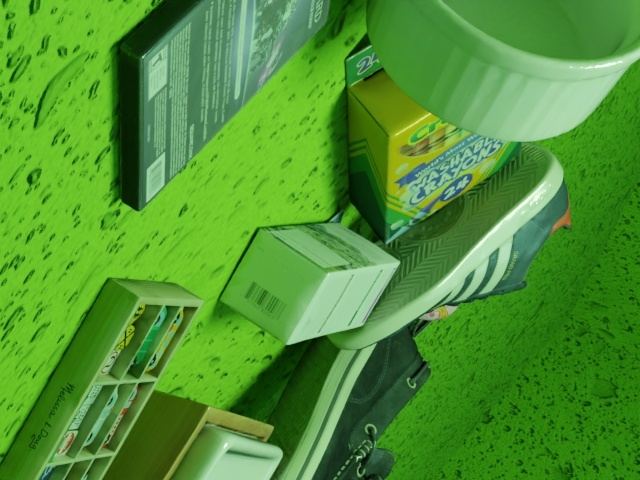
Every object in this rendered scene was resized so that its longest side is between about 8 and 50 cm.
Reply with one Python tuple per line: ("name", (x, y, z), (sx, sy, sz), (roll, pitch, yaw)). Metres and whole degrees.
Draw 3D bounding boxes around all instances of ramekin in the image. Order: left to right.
("ramekin", (0.176, -0.225, 1.530), (0.277, 0.277, 0.135), (-45, 168, -39))

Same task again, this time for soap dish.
("soap dish", (-0.162, 0.271, 1.724), (0.229, 0.118, 0.291), (-57, 165, -3))

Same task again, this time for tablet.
("tablet", (0.000, 0.000, 1.908), (0.083, 0.006, 0.054), (-44, 160, -43))

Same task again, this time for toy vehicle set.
("toy vehicle set", (-0.214, 0.158, 1.494), (0.267, 0.035, 0.166), (-60, 165, 6))

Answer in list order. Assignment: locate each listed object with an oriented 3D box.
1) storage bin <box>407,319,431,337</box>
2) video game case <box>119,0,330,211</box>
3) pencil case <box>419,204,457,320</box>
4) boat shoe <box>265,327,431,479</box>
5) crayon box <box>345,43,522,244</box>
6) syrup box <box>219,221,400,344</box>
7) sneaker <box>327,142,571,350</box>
("storage bin", (0.150, 0.032, 2.292), (0.122, 0.084, 0.180), (-38, 156, -52))
("video game case", (-0.070, -0.170, 1.321), (0.274, 0.026, 0.196), (-50, 163, -31))
("pencil case", (0.161, -0.034, 2.097), (0.124, 0.124, 0.284), (-38, 150, -51))
("boat shoe", (0.004, 0.270, 1.989), (0.187, 0.156, 0.500), (-32, -162, 44))
("crayon box", (0.132, -0.140, 1.788), (0.203, 0.083, 0.323), (-33, 158, -12))
("syrup box", (-0.007, 0.044, 1.789), (0.096, 0.093, 0.237), (-60, 163, 12))
("sneaker", (0.167, 0.039, 1.971), (0.350, 0.131, 0.148), (-36, 135, -3))
